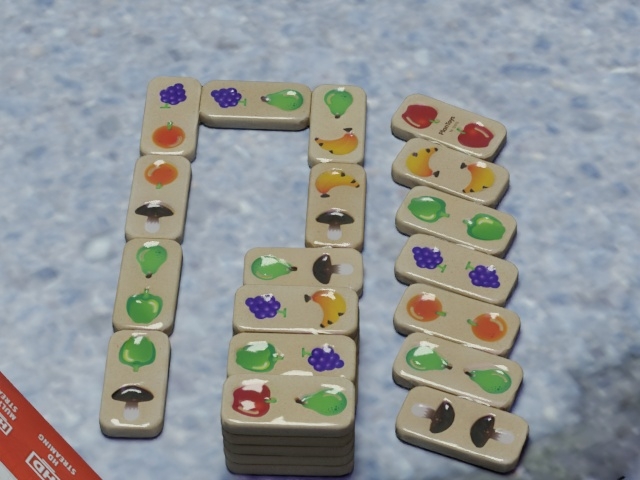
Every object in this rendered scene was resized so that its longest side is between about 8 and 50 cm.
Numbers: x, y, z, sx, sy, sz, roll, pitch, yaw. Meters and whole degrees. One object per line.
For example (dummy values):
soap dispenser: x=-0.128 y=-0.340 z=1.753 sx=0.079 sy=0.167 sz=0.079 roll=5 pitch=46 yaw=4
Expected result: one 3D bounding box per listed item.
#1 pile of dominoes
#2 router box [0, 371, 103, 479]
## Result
pile of dominoes: x=0.000 y=0.000 z=0.914 sx=0.196 sy=0.040 sz=0.251 roll=1 pitch=48 yaw=1
router box: x=-0.062 y=0.196 z=0.481 sx=0.335 sy=0.082 sz=0.301 roll=48 pitch=15 yaw=-6
